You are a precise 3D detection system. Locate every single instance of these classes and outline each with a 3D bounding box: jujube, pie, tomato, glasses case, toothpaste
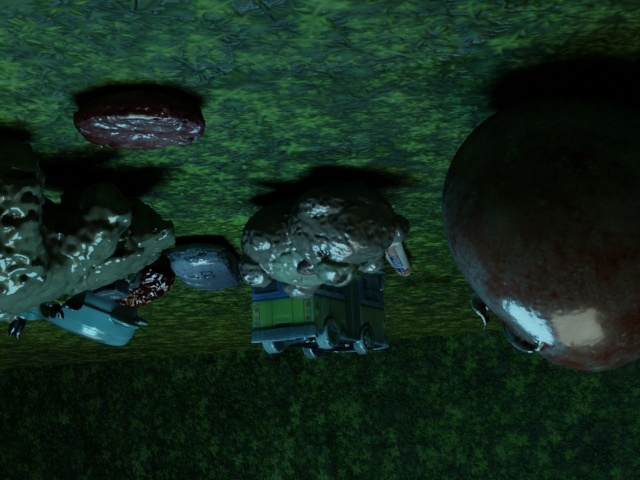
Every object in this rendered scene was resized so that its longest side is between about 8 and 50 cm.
[{"bbox_3d":[-0.328,0.073,2.039,0.166,0.104,0.104,-13,164,42],"label":"jujube"},{"bbox_3d":[-0.201,-0.131,1.214,0.154,0.036,0.154,-2,169,0],"label":"pie"},{"bbox_3d":[0.280,-0.010,1.208,0.282,0.317,0.316,-42,153,18],"label":"tomato"},{"bbox_3d":[-0.208,0.049,2.022,0.109,0.067,0.282,0,167,2],"label":"glasses case"},{"bbox_3d":[0.145,0.031,2.087,0.052,0.033,0.218,-9,163,11],"label":"toothpaste"}]

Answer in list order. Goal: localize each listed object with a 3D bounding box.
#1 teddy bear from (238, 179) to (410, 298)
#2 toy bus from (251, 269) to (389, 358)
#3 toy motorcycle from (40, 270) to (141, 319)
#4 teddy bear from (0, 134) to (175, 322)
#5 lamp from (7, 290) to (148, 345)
[{"bbox_3d":[-0.001,-0.001,1.610,0.236,0.151,0.267,15,165,-36],"label":"teddy bear"},{"bbox_3d":[0.004,0.126,2.117,0.152,0.190,0.312,-9,166,29],"label":"toy bus"},{"bbox_3d":[-0.433,0.064,1.936,0.274,0.125,0.187,-8,158,27],"label":"toy motorcycle"},{"bbox_3d":[-0.375,-0.013,1.481,0.357,0.225,0.367,-14,178,40],"label":"teddy bear"},{"bbox_3d":[-0.484,0.127,2.146,0.283,0.147,0.209,3,177,0],"label":"lamp"}]
